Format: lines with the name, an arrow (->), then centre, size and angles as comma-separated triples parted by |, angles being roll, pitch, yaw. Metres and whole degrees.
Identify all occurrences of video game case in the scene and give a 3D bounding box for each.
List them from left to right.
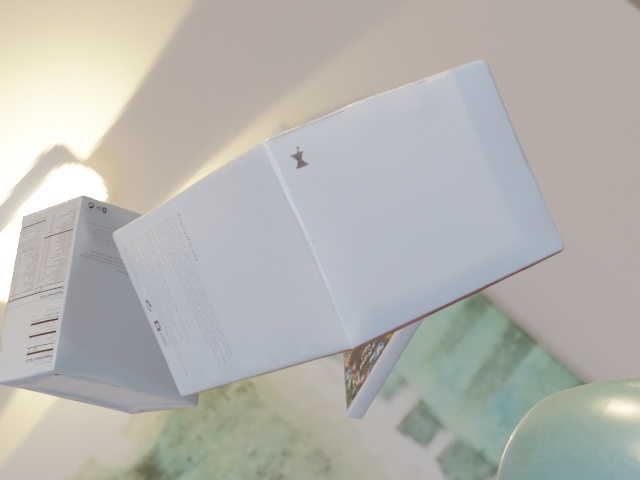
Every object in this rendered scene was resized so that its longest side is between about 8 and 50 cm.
video game case -> 0.067, 0.073, 1.619 | 0.022, 0.173, 0.190 | 15, -49, -16

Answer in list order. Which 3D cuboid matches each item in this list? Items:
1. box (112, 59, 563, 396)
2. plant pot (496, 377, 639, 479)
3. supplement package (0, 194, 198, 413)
box -> 0.000, 0.000, 1.240 | 0.215, 0.168, 0.345 | -23, 0, -28
plant pot -> 0.297, 0.257, 1.500 | 0.290, 0.195, 0.290 | -30, -49, -40
supplement package -> -0.246, 0.080, 1.699 | 0.194, 0.203, 0.149 | 19, -21, -35
